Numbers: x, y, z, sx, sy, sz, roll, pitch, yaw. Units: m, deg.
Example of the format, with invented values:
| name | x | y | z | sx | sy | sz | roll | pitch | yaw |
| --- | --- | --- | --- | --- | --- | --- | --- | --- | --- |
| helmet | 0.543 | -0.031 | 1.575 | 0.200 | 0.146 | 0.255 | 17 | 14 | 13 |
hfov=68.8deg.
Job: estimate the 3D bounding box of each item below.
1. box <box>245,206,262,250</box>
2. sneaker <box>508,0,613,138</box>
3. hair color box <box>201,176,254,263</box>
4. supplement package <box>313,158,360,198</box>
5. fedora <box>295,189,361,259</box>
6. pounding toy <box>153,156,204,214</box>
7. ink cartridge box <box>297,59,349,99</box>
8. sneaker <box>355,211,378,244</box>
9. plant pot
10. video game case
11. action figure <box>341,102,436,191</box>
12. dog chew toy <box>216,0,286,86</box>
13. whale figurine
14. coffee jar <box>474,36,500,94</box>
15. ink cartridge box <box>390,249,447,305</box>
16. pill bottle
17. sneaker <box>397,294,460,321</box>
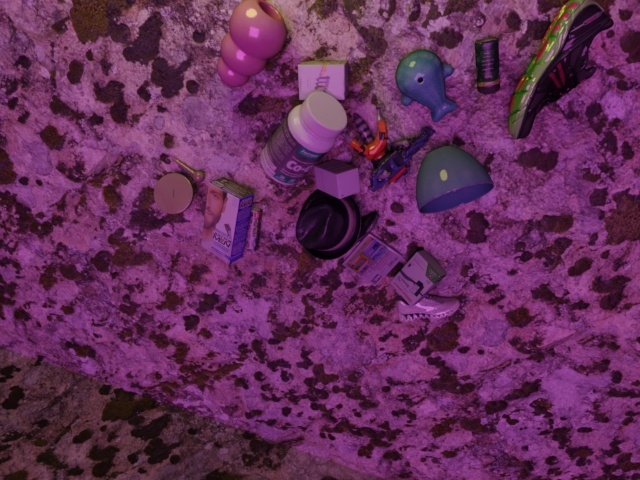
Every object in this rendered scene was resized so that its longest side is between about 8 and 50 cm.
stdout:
| name | x | y | z | sx | sy | sz | roll | pitch | yaw |
| --- | --- | --- | --- | --- | --- | --- | --- | --- | --- |
| box | -0.336 | -0.059 | 2.165 | 0.113 | 0.036 | 0.207 | 14 | 120 | 3 |
| sneaker | 0.806 | -0.554 | 1.590 | 0.202 | 0.185 | 0.483 | 24 | 121 | 2 |
| hair color box | -0.421 | -0.087 | 2.093 | 0.185 | 0.110 | 0.339 | 29 | 121 | 23 |
| supplement package | 0.065 | -0.251 | 1.889 | 0.105 | 0.179 | 0.105 | -21 | 120 | -25 |
| fedora | 0.005 | -0.066 | 1.970 | 0.333 | 0.152 | 0.335 | 6 | 102 | 30 |
| pounding toy | -0.631 | -0.228 | 2.110 | 0.182 | 0.110 | 0.237 | 29 | 91 | 7 |
| ink cartridge box | 0.014 | -0.602 | 1.748 | 0.176 | 0.128 | 0.128 | 3 | 119 | 8 |
| sneaker | 0.145 | -0.064 | 2.040 | 0.130 | 0.087 | 0.227 | 39 | 124 | -18 |
| plant pot | 0.489 | -0.246 | 1.792 | 0.290 | 0.290 | 0.196 | -20 | 77 | 20 |
| video game case | 0.238 | 0.089 | 2.142 | 0.193 | 0.023 | 0.212 | 34 | 120 | -8 |
| action figure | 0.267 | -0.375 | 1.841 | 0.341 | 0.178 | 0.330 | -37 | 115 | -3 |
| dog chew toy | -0.271 | -0.706 | 1.716 | 0.206 | 0.207 | 0.332 | 39 | 127 | -11 |
| whale figurine | 0.388 | -0.554 | 1.694 | 0.216 | 0.141 | 0.272 | -31 | 109 | 24 |
| coffee jar | 0.590 | -0.614 | 1.648 | 0.078 | 0.096 | 0.185 | -5 | 116 | 17 |
| ink cartridge box | 0.432 | 0.168 | 2.076 | 0.153 | 0.086 | 0.208 | 48 | 122 | 21 |
| pill bottle | -0.067 | -0.383 | 1.778 | 0.204 | 0.204 | 0.361 | 39 | 140 | -11 |
| sneaker | 0.496 | 0.298 | 2.165 | 0.291 | 0.110 | 0.119 | -12 | 107 | 16 |
